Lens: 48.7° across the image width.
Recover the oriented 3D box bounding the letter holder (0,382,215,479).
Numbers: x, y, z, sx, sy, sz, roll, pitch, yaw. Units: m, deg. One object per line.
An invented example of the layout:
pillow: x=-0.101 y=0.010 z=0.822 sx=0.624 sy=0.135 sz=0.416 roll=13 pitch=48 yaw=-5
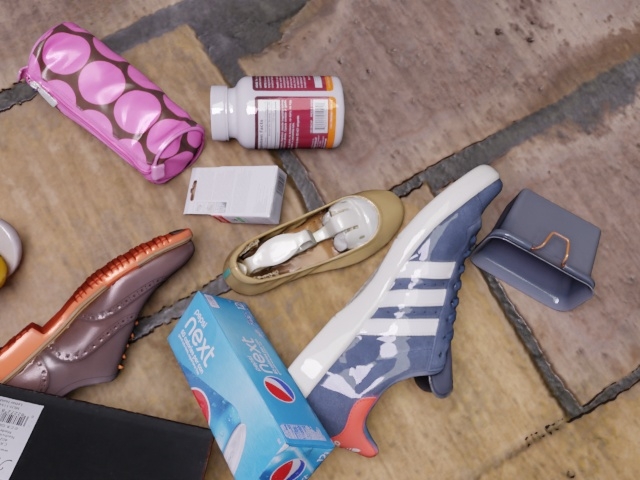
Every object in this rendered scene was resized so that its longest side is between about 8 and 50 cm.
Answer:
letter holder: x=-0.277 y=0.269 z=0.684 sx=0.302 sy=0.214 sz=0.152 roll=14 pitch=43 yaw=-5

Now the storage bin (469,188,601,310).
storage bin: x=0.261 y=0.003 z=0.827 sx=0.135 sy=0.098 sz=0.091 roll=28 pitch=64 yaw=2

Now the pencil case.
pencil case: x=-0.238 y=-0.153 z=0.814 sx=0.209 sy=0.095 sz=0.098 roll=36 pitch=44 yaw=5

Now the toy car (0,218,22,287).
toy car: x=-0.421 y=0.025 z=0.736 sx=0.182 sy=0.159 sz=0.136 roll=33 pitch=111 yaw=3

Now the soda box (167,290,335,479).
soda box: x=-0.076 y=0.146 z=0.700 sx=0.071 sy=0.067 sz=0.210 roll=-54 pitch=46 yaw=16

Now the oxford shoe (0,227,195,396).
oxford shoe: x=-0.233 y=0.091 z=0.762 sx=0.271 sy=0.097 sz=0.098 roll=-40 pitch=102 yaw=-9

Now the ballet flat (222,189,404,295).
ballet flat: x=0.000 y=0.000 z=0.806 sx=0.232 sy=0.073 sz=0.080 roll=-26 pitch=80 yaw=-12

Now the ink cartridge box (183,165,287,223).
ink cartridge box: x=-0.100 y=-0.053 z=0.826 sx=0.115 sy=0.029 sz=0.062 roll=2 pitch=74 yaw=23

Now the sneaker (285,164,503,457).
sneaker: x=0.111 y=0.080 z=0.774 sx=0.148 sy=0.131 sz=0.350 roll=39 pitch=85 yaw=6

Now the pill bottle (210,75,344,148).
pill bottle: x=-0.052 y=-0.151 z=0.833 sx=0.152 sy=0.086 sz=0.086 roll=-1 pitch=76 yaw=-6
